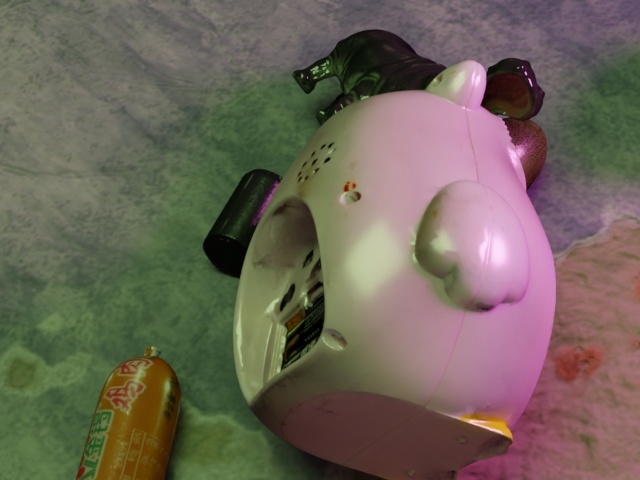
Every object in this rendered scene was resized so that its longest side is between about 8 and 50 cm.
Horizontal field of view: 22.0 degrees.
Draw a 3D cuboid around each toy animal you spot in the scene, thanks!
[{"bbox_3d":[0.102,-0.157,1.884,0.168,0.106,0.343,-39,30,-17],"label":"toy animal"}]

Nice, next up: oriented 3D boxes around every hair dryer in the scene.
[{"bbox_3d":[-0.001,0.001,1.870,0.248,0.070,0.114,16,57,19],"label":"hair dryer"}]

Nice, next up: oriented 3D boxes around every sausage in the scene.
[{"bbox_3d":[-0.205,0.239,1.707,0.093,0.093,0.312,1,52,14],"label":"sausage"}]

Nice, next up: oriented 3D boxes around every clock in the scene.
[{"bbox_3d":[0.062,0.026,1.637,0.251,0.368,0.376,17,59,-19],"label":"clock"}]

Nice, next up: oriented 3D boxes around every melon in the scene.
[{"bbox_3d":[0.191,-0.080,1.865,0.162,0.099,0.099,-36,53,-23],"label":"melon"}]
